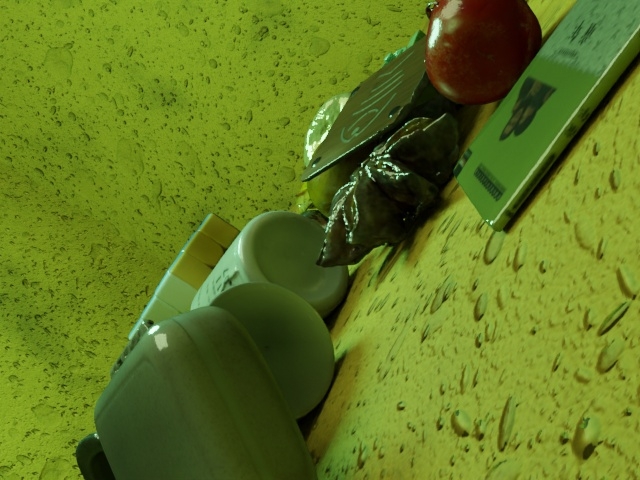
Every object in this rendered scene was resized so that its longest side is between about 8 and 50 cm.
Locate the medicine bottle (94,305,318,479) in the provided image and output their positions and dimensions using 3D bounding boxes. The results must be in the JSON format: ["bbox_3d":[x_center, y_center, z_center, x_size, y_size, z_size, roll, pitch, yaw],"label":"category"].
[{"bbox_3d":[-0.146,0.237,0.885,0.123,0.282,0.375,-18,-15,-34],"label":"medicine bottle"}]

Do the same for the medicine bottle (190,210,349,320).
[{"bbox_3d":[-0.119,0.127,1.410,0.371,0.211,0.211,-50,10,46],"label":"medicine bottle"}]

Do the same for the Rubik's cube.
[{"bbox_3d":[-0.280,0.162,2.037,0.290,0.291,0.291,-53,7,35],"label":"Rubik's cube"}]

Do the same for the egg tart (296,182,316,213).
[{"bbox_3d":[0.040,-0.187,2.149,0.294,0.116,0.295,-55,9,14],"label":"egg tart"}]

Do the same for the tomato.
[{"bbox_3d":[0.226,-0.284,1.067,0.187,0.151,0.187,-25,-60,-54],"label":"tomato"}]

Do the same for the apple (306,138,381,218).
[{"bbox_3d":[0.058,-0.115,1.450,0.155,0.182,0.182,-62,8,-19],"label":"apple"}]

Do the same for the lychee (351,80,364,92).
[{"bbox_3d":[0.133,-0.299,1.879,0.171,0.171,0.171,-56,7,10],"label":"lychee"}]

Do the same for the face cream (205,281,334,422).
[{"bbox_3d":[-0.106,0.182,1.086,0.187,0.201,0.201,-47,12,54],"label":"face cream"}]

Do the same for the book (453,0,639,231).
[{"bbox_3d":[0.270,-0.183,0.827,0.352,0.035,0.239,-55,9,15],"label":"book"}]

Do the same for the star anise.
[{"bbox_3d":[0.110,-0.083,1.175,0.331,0.118,0.331,-47,13,14],"label":"star anise"}]

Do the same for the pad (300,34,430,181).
[{"bbox_3d":[0.095,-0.233,1.298,0.286,0.018,0.284,-29,26,50],"label":"pad"}]

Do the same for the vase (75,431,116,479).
[{"bbox_3d":[-0.205,0.303,1.252,0.291,0.245,0.245,-50,0,-45],"label":"vase"}]

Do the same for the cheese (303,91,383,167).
[{"bbox_3d":[0.066,-0.194,1.636,0.117,0.214,0.226,-3,-42,-40],"label":"cheese"}]

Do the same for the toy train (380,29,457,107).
[{"bbox_3d":[0.210,-0.332,1.522,0.237,0.150,0.369,-43,13,31],"label":"toy train"}]

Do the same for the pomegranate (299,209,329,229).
[{"bbox_3d":[-0.009,-0.008,1.613,0.138,0.125,0.163,-46,0,-37],"label":"pomegranate"}]
